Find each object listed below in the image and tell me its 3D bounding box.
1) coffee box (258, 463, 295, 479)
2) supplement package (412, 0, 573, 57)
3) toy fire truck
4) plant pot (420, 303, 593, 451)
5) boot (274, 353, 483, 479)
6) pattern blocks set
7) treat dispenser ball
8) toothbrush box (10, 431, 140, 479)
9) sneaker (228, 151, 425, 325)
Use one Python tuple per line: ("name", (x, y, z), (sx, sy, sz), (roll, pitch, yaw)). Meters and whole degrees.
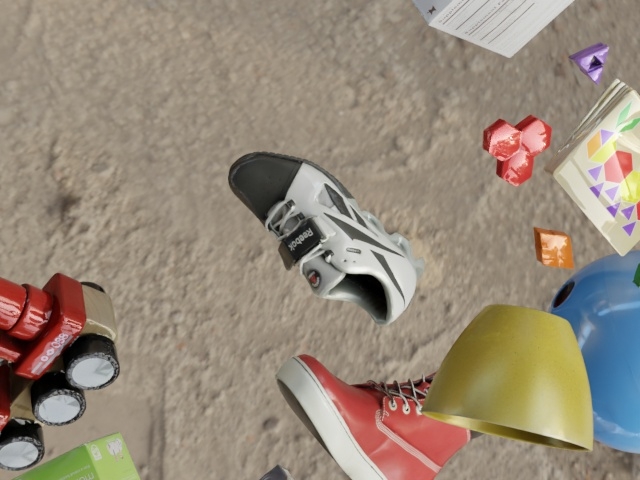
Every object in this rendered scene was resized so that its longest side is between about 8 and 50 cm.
("coffee box", (-0.045, 0.423, 1.484), (0.113, 0.040, 0.184), (-38, 64, -3))
("supplement package", (0.211, -0.350, 1.371), (0.134, 0.244, 0.139), (-42, 68, 26))
("toy fire truck", (-0.358, 0.123, 1.079), (0.246, 0.158, 0.217), (29, 115, -35))
("plant pot", (0.155, 0.105, 0.825), (0.134, 0.134, 0.095), (12, 78, 8))
("boot", (0.074, 0.141, 0.975), (0.176, 0.088, 0.244), (-40, 134, -3))
("pattern blocks set", (0.352, -0.085, 1.229), (0.285, 0.026, 0.325), (-39, 121, -2))
("treat dispenser ball", (0.458, 0.157, 1.492), (0.288, 0.288, 0.288), (4, 109, 11))
("toothbrush box", (-0.388, 0.494, 1.744), (0.206, 0.122, 0.283), (-27, 83, 16))
("sneaker", (0.000, 0.000, 1.505), (0.330, 0.146, 0.122), (33, 132, -7))
